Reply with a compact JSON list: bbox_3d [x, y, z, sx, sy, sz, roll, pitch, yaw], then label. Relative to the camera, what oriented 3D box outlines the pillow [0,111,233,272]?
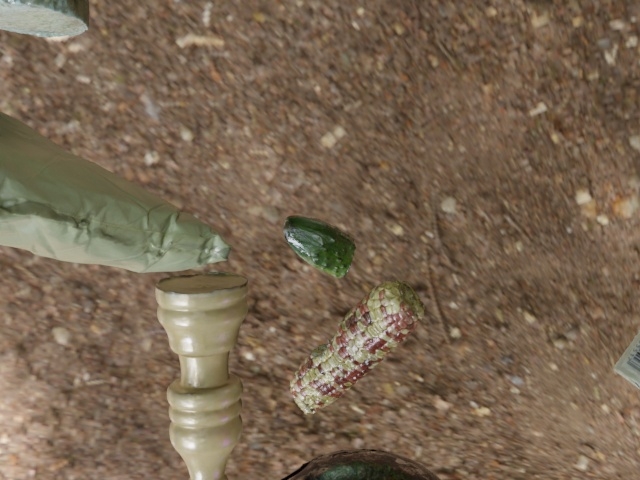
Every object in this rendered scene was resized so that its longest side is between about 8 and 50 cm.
[{"bbox_3d":[-0.247,-0.051,0.869,0.281,0.274,0.076,27,98,39],"label":"pillow"}]

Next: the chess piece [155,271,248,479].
[{"bbox_3d":[-0.153,0.202,1.600,0.124,0.139,0.307,-2,99,-12],"label":"chess piece"}]

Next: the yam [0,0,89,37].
[{"bbox_3d":[-0.303,-0.356,1.174,0.133,0.133,0.330,0,105,17],"label":"yam"}]

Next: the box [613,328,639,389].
[{"bbox_3d":[0.465,0.085,1.374,0.259,0.168,0.071,-56,30,5],"label":"box"}]

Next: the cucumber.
[{"bbox_3d":[0.000,0.000,1.626,0.035,0.107,0.067,-19,53,46],"label":"cucumber"}]

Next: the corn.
[{"bbox_3d":[0.050,0.174,1.967,0.290,0.098,0.098,-45,67,26],"label":"corn"}]

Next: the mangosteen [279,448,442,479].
[{"bbox_3d":[0.031,0.298,1.058,0.216,0.216,0.216,-4,76,16],"label":"mangosteen"}]
